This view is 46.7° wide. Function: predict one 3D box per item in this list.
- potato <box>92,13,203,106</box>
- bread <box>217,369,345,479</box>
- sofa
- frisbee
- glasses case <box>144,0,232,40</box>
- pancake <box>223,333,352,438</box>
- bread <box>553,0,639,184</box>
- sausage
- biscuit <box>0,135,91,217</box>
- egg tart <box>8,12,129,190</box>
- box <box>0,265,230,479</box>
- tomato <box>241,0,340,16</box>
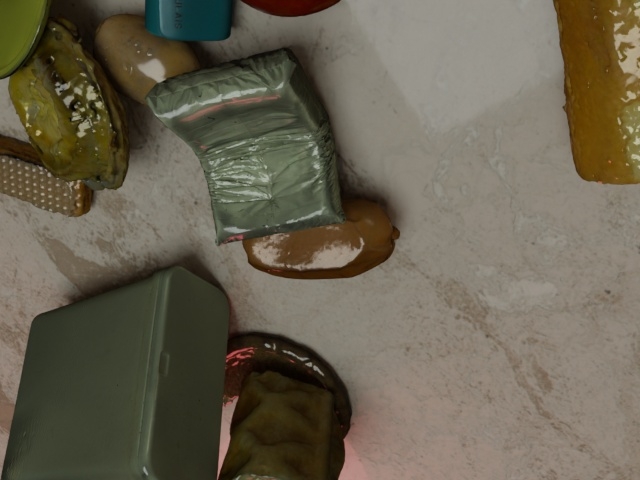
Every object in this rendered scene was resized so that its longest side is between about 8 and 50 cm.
[{"bbox_3d":[-0.245,-0.254,1.060,0.178,0.109,0.118,25,150,-1],"label":"potato"},{"bbox_3d":[-0.060,0.376,1.264,0.238,0.252,0.196,22,121,-1],"label":"bread"},{"bbox_3d":[-0.094,-0.123,1.002,0.210,0.176,0.225,-9,155,13],"label":"sofa"},{"bbox_3d":[-0.442,-0.341,1.046,0.235,0.017,0.236,-4,84,39],"label":"frisbee"},{"bbox_3d":[-0.159,-0.407,0.935,0.117,0.070,0.301,-8,128,-23],"label":"glasses case"},{"bbox_3d":[-0.085,0.292,1.382,0.285,0.033,0.288,-7,118,20],"label":"pancake"},{"bbox_3d":[0.381,-0.252,0.829,0.236,0.165,0.376,-6,119,23],"label":"bread"},{"bbox_3d":[0.000,-0.001,1.120,0.241,0.136,0.120,-3,96,23],"label":"sausage"},{"bbox_3d":[-0.567,-0.135,1.265,0.378,0.054,0.094,18,125,7],"label":"biscuit"},{"bbox_3d":[-0.378,-0.190,1.089,0.278,0.095,0.279,34,141,33],"label":"egg tart"},{"bbox_3d":[-0.342,0.259,1.252,0.343,0.352,0.177,-17,148,29],"label":"box"},{"bbox_3d":[-0.023,-0.370,0.876,0.200,0.140,0.233,9,122,-14],"label":"tomato"}]
